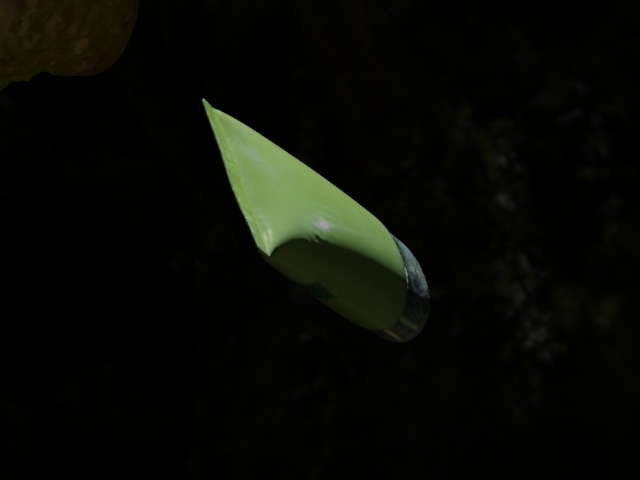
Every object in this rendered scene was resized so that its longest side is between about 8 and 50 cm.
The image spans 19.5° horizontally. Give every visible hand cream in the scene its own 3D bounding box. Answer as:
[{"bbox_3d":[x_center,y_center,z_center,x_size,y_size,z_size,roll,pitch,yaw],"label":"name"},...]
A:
[{"bbox_3d":[0.000,0.000,0.944,0.046,0.095,0.175,-33,-35,19],"label":"hand cream"}]

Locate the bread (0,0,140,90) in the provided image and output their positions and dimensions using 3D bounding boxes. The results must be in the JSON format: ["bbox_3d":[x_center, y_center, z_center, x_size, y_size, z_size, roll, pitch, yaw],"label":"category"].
[{"bbox_3d":[-0.133,-0.240,0.779,0.166,0.383,0.112,6,17,-18],"label":"bread"}]
